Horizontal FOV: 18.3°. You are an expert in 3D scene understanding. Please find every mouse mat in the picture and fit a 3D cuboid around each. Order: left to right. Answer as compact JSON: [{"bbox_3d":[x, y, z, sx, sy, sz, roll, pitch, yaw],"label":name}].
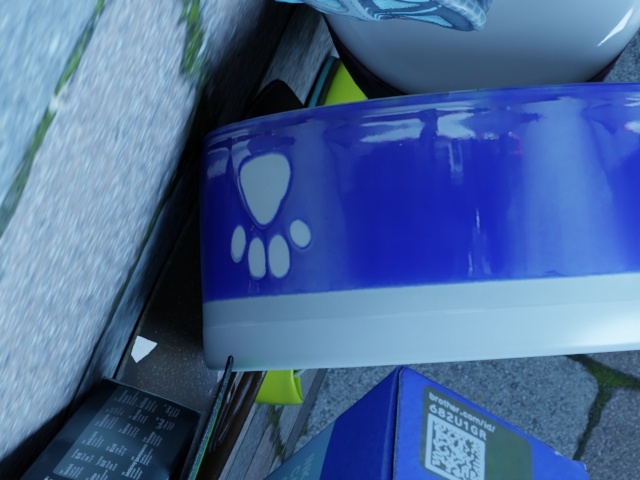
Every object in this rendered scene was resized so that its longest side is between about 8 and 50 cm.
[{"bbox_3d":[-0.071,0.145,0.841,0.190,0.007,0.153,113,-3,-64],"label":"mouse mat"}]

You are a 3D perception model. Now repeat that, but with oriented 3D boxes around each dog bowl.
[{"bbox_3d":[0.078,-0.002,0.876,0.265,0.265,0.104,31,56,-86],"label":"dog bowl"}]

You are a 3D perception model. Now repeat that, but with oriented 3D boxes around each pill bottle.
[{"bbox_3d":[0.080,-0.130,0.986,0.283,0.160,0.160,27,86,-86],"label":"pill bottle"}]

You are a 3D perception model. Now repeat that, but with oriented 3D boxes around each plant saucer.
[{"bbox_3d":[-0.060,0.066,1.067,0.310,0.050,0.311,24,90,-87],"label":"plant saucer"}]

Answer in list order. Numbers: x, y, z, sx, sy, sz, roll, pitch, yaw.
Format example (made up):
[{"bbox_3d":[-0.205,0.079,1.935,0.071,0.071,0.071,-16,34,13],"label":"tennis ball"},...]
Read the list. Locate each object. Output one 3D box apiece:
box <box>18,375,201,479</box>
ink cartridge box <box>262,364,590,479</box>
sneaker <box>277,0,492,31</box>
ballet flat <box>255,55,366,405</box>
[{"bbox_3d":[-0.109,0.162,0.786,0.220,0.051,0.175,-68,177,-81],"label":"box"},{"bbox_3d":[0.054,0.231,0.936,0.395,0.270,0.151,-43,-154,35],"label":"ink cartridge box"},{"bbox_3d":[0.041,-0.157,0.603,0.262,0.125,0.104,105,9,-63],"label":"sneaker"},{"bbox_3d":[0.000,0.000,1.255,0.077,0.077,0.231,-38,151,-80],"label":"ballet flat"}]
